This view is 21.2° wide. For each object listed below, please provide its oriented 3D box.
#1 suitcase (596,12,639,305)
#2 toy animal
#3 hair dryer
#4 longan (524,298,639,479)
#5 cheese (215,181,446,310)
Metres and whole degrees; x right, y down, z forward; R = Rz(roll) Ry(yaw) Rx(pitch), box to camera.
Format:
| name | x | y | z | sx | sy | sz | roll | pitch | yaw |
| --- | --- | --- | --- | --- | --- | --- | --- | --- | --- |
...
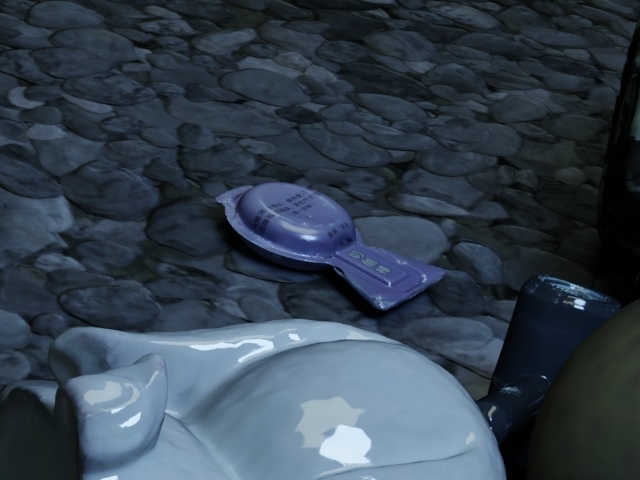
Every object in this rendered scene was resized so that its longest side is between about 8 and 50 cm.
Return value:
| name | x | y | z | sx | sy | sz | roll | pitch | yaw |
| --- | --- | --- | --- | --- | --- | --- | --- | --- | --- |
| suitcase | 0.327 | -0.078 | 1.359 | 0.194 | 0.339 | 0.351 | 13 | -7 | 7 |
| toy animal | -0.023 | 0.137 | 0.909 | 0.265 | 0.206 | 0.271 | -6 | 29 | -25 |
| hair dryer | 0.126 | 0.094 | 1.087 | 0.071 | 0.124 | 0.219 | 19 | 12 | 20 |
| longan | 0.245 | 0.133 | 0.970 | 0.258 | 0.258 | 0.258 | 10 | 26 | -5 |
| cheese | 0.000 | 0.000 | 1.368 | 0.191 | 0.042 | 0.105 | 28 | 31 | 27 |
